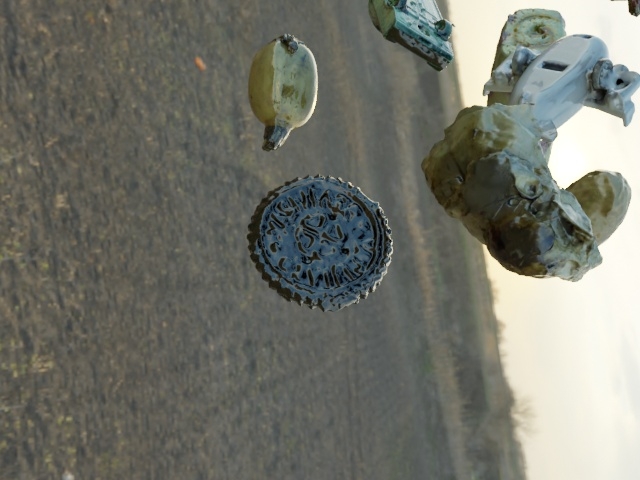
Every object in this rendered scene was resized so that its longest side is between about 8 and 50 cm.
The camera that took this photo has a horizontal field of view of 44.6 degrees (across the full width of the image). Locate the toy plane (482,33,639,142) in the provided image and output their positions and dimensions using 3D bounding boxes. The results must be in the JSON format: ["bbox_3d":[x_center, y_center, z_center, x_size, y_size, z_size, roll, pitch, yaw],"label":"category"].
[{"bbox_3d":[0.350,-0.216,1.166,0.245,0.244,0.117,-87,159,-46],"label":"toy plane"}]

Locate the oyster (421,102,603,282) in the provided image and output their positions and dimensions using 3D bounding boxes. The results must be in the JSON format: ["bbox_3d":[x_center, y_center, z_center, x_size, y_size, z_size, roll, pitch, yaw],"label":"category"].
[{"bbox_3d":[0.210,-0.044,0.871,0.107,0.161,0.233,-23,65,-45],"label":"oyster"}]

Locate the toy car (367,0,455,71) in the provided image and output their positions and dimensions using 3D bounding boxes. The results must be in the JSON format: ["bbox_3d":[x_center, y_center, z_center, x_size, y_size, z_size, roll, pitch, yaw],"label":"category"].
[{"bbox_3d":[0.151,-0.429,1.445,0.141,0.097,0.321,24,35,-25],"label":"toy car"}]

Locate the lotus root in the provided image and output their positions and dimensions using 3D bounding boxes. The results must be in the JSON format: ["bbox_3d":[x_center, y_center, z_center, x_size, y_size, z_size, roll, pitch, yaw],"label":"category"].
[{"bbox_3d":[-0.099,-0.371,2.007,0.183,0.183,0.310,53,39,-68],"label":"lotus root"}]

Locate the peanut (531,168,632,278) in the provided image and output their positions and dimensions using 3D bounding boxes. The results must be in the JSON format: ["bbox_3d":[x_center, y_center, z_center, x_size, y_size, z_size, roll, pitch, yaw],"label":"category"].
[{"bbox_3d":[0.348,-0.023,1.097,0.226,0.095,0.108,-55,-169,55],"label":"peanut"}]

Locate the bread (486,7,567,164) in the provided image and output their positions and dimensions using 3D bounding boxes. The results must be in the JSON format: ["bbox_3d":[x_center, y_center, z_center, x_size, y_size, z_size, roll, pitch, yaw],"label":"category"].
[{"bbox_3d":[0.436,-0.303,1.678,0.338,0.155,0.187,82,16,-46],"label":"bread"}]

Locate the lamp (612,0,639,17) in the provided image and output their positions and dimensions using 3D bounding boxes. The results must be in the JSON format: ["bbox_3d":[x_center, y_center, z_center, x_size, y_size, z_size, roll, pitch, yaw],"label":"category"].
[{"bbox_3d":[0.449,-0.352,1.089,0.063,0.083,0.031,50,-9,31],"label":"lamp"}]

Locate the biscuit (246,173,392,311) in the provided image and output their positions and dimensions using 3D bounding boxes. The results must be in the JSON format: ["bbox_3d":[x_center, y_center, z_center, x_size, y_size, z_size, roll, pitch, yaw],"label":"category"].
[{"bbox_3d":[0.000,0.000,0.997,0.053,0.194,0.194,112,-23,-63],"label":"biscuit"}]
